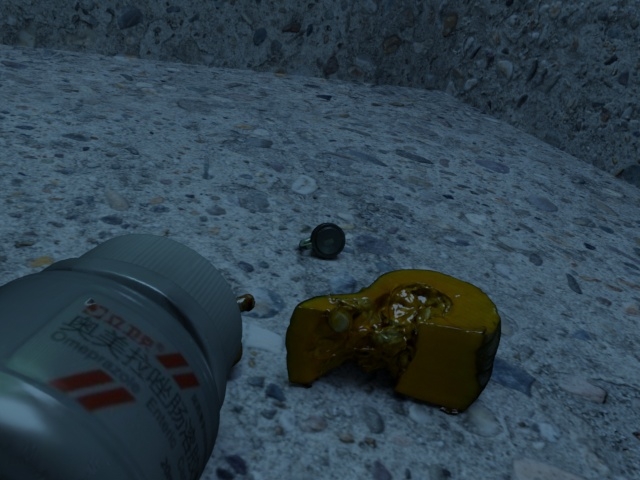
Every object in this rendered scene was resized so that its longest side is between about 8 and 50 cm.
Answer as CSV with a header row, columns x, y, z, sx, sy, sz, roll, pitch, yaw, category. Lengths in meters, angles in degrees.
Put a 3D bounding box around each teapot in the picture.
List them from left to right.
x,y,z,sx,sy,sz,roll,pitch,yaw,category
0.000,0.000,1.102,0.088,0.066,0.057,-17,13,-9,teapot

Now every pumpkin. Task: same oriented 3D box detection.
x,y,z,sx,sy,sz,roll,pitch,yaw,category
0.112,0.143,0.776,0.281,0.139,0.190,-15,37,-40,pumpkin

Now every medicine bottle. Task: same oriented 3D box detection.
x,y,z,sx,sy,sz,roll,pitch,yaw,category
-0.209,0.141,0.511,0.245,0.244,0.306,15,26,4,medicine bottle

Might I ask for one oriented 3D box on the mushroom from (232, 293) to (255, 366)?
x,y,z,sx,sy,sz,roll,pitch,yaw,category
-0.128,0.126,0.759,0.130,0.072,0.088,-37,31,-15,mushroom
